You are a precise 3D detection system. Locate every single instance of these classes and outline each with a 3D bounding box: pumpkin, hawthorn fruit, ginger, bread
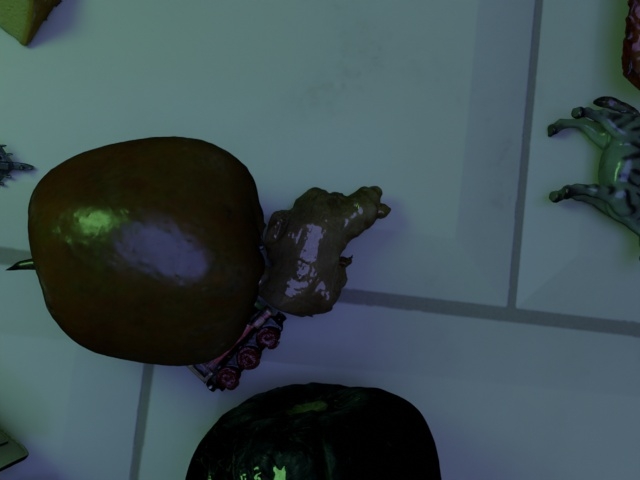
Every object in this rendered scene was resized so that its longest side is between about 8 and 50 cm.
[{"bbox_3d":[-0.005,0.300,0.844,0.315,0.315,0.238,1,93,-10],"label":"pumpkin"},{"bbox_3d":[-0.211,0.009,0.843,0.301,0.268,0.268,-3,87,-9],"label":"hawthorn fruit"},{"bbox_3d":[-0.005,-0.001,0.979,0.137,0.074,0.213,32,85,-13],"label":"ginger"},{"bbox_3d":[-0.383,-0.329,0.958,0.084,0.080,0.109,32,46,-7],"label":"bread"}]

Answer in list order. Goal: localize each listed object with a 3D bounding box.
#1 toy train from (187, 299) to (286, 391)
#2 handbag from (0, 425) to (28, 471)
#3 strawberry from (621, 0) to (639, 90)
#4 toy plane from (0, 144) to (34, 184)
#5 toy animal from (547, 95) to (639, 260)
[{"bbox_3d":[-0.111,0.131,0.956,0.138,0.050,0.087,-45,96,-1],"label":"toy train"},{"bbox_3d":[-0.517,0.178,0.765,0.358,0.237,0.160,41,78,4],"label":"handbag"},{"bbox_3d":[0.574,-0.333,1.076,0.253,0.150,0.280,9,87,11],"label":"strawberry"},{"bbox_3d":[-0.411,-0.097,0.934,0.084,0.024,0.078,7,103,-10],"label":"toy plane"},{"bbox_3d":[0.414,-0.081,1.059,0.170,0.090,0.255,-13,91,-16],"label":"toy animal"}]
